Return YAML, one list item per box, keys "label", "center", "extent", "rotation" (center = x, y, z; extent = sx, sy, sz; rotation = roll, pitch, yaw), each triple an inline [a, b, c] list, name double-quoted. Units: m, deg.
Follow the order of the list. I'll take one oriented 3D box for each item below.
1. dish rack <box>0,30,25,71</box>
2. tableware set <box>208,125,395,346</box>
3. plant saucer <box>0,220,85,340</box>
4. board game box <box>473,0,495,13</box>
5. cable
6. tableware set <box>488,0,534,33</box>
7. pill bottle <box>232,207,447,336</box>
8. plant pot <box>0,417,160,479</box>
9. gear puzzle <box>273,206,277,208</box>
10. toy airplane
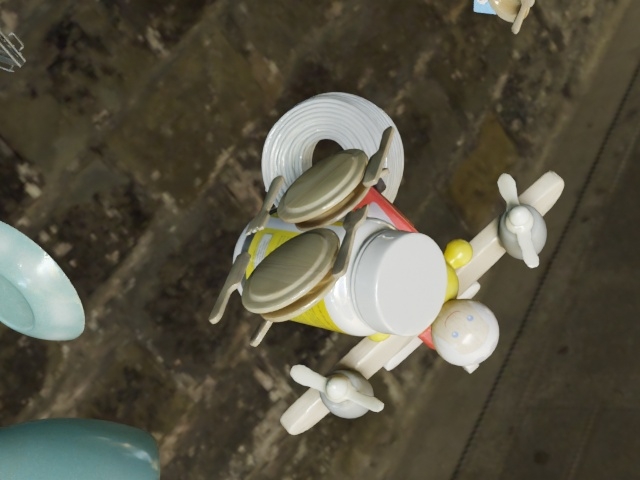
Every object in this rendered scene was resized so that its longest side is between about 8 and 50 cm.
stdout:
- label: "dish rack"
  center: [-0.449, -0.270, 1.071]
  extent: [0.208, 0.271, 0.074]
  rotation: [25, 72, 33]
- label: "tableware set"
  center: [-0.004, -0.002, 0.778]
  extent: [0.128, 0.039, 0.194]
  rotation: [-21, 30, 31]
- label: "plant saucer"
  center: [-0.371, 0.058, 1.200]
  extent: [0.195, 0.195, 0.037]
  rotation: [-10, 30, 44]
- label: "board game box"
  center: [0.247, -0.429, 1.359]
  extent: [0.039, 0.160, 0.211]
  rotation: [9, 41, 17]
- label: "cable"
  center: [0.019, -0.138, 1.795]
  extent: [0.089, 0.257, 0.257]
  rotation: [-16, -43, -63]
- label: "tableware set"
  center: [0.175, -0.294, 1.000]
  extent: [0.020, 0.168, 0.141]
  rotation: [-37, -16, -26]
- label: "pill bottle"
  center: [0.017, 0.032, 1.009]
  extent: [0.209, 0.119, 0.119]
  rotation: [9, 52, 48]
- label: "plant pot"
  center: [-0.348, 0.331, 1.188]
  extent: [0.290, 0.195, 0.290]
  rotation: [-46, 29, 34]
- label: "gear puzzle"
  center: [0.000, 0.000, 1.567]
  extent: [0.339, 0.176, 0.044]
  rotation: [114, 178, -46]
- label: "toy airplane"
  center: [0.142, 0.088, 1.347]
  extent: [0.385, 0.386, 0.272]
  rotation: [-5, 32, -33]
